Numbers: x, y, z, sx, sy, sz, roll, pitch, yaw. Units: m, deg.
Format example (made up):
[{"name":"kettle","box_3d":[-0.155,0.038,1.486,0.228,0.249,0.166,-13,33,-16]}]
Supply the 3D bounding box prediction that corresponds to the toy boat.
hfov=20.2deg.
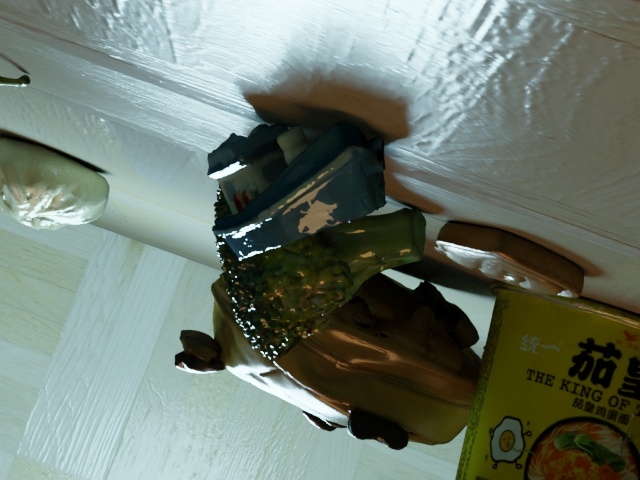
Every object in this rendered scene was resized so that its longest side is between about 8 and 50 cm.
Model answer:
[{"name":"toy boat","box_3d":[-0.019,-0.049,1.339,0.109,0.098,0.238,-24,-178,-22]}]

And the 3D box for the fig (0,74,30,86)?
[{"name":"fig","box_3d":[-0.324,-0.155,1.572,0.093,0.093,0.166,16,-147,37]}]

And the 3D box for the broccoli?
[{"name":"broccoli","box_3d":[0.000,0.000,1.620,0.194,0.194,0.219,17,152,25]}]

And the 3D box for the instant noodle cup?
[{"name":"instant noodle cup","box_3d":[0.296,0.212,1.952,0.326,0.254,0.325,21,175,2]}]

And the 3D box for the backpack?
[{"name":"backpack","box_3d":[0.026,0.120,2.139,0.354,0.201,0.378,18,-171,-18]}]

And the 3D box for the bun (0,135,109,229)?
[{"name":"bun","box_3d":[-0.374,-0.068,2.386,0.183,0.102,0.183,22,176,1]}]

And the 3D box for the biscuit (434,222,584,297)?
[{"name":"biscuit","box_3d":[0.172,0.021,1.645,0.142,0.029,0.220,19,175,1]}]
